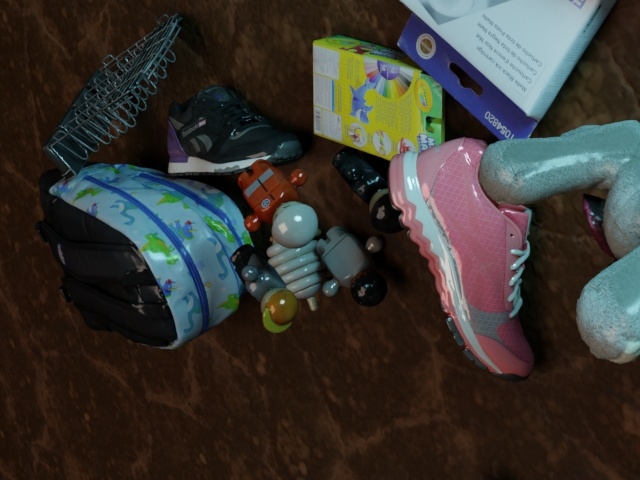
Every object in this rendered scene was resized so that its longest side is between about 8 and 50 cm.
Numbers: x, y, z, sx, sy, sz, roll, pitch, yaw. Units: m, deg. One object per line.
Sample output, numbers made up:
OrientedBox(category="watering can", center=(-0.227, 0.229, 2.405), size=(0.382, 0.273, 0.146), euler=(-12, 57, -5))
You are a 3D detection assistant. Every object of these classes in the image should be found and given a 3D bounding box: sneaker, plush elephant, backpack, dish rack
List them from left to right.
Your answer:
OrientedBox(category="dish rack", center=(-0.296, -0.220, 2.073), size=(0.074, 0.208, 0.271), euler=(41, 138, -22))
OrientedBox(category="backpack", center=(-0.257, 0.024, 2.098), size=(0.355, 0.273, 0.290), euler=(-151, 42, -68))
OrientedBox(category="sneaker", center=(-0.137, -0.158, 1.972), size=(0.283, 0.107, 0.124), euler=(2, 101, 51))
OrientedBox(category="sneaker", center=(0.197, 0.023, 1.634), size=(0.136, 0.116, 0.313), euler=(-23, 102, 20))
OrientedBox(category="plush elephant", center=(0.341, 0.014, 1.354), size=(0.272, 0.330, 0.255), euler=(53, 164, 41))

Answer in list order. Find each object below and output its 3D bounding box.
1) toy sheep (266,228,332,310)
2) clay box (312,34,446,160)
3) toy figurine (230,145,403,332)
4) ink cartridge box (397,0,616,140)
OrientedBox(category="toy sheep", center=(-0.028, 0.035, 1.935), size=(0.091, 0.091, 0.132), euler=(-33, 80, 52))
OrientedBox(category="clay box", center=(0.082, -0.171, 1.732), size=(0.222, 0.053, 0.127), euler=(23, 123, 42))
OrientedBox(category="toy figurine", center=(0.000, 0.000, 1.780), size=(0.148, 0.213, 0.209), euler=(51, 141, 44))
OrientedBox(category="ink cartridge box", center=(0.188, -0.244, 1.536), size=(0.223, 0.045, 0.224), euler=(46, 125, 28))
